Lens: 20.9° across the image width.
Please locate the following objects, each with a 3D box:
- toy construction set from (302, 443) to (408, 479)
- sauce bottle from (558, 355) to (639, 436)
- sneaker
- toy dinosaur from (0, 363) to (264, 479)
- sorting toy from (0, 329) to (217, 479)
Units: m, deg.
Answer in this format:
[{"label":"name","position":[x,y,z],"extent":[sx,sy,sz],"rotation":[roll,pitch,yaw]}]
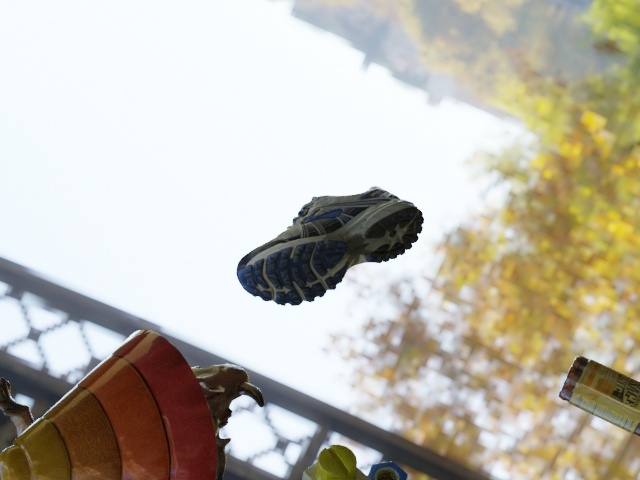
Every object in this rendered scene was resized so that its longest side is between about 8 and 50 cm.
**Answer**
[{"label":"toy construction set","position":[0.050,0.287,1.182],"extent":[0.215,0.151,0.328],"rotation":[-21,-143,-25]},{"label":"sauce bottle","position":[0.254,0.134,1.382],"extent":[0.128,0.042,0.042],"rotation":[24,-168,10]},{"label":"sneaker","position":[0.000,0.000,1.179],"extent":[0.135,0.052,0.058],"rotation":[-20,-139,-22]},{"label":"toy dinosaur","position":[-0.155,0.216,1.379],"extent":[0.200,0.295,0.127],"rotation":[0,156,10]},{"label":"sorting toy","position":[-0.086,0.219,1.049],"extent":[0.126,0.127,0.365],"rotation":[-15,-123,-32]}]
